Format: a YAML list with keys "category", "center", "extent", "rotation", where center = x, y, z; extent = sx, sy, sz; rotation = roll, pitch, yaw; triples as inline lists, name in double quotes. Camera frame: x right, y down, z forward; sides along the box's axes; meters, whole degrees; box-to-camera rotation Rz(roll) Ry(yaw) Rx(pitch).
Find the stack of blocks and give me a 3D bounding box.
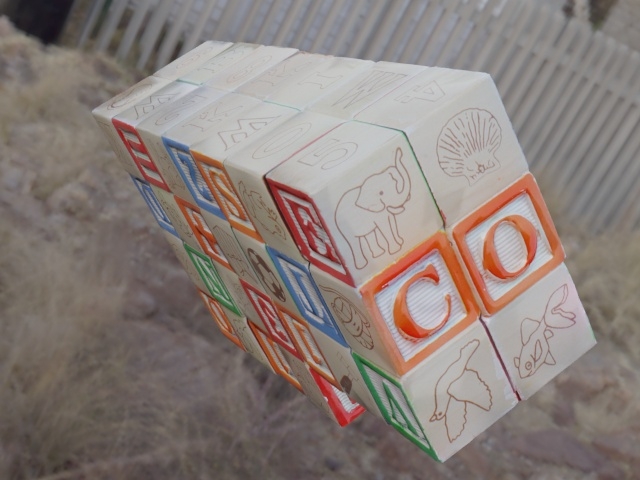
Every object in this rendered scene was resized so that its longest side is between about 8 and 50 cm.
- category: "stack of blocks"
  center: [0.000, 0.000, 0.544]
  extent: [0.297, 0.087, 0.171]
  rotation: [25, -34, 61]
